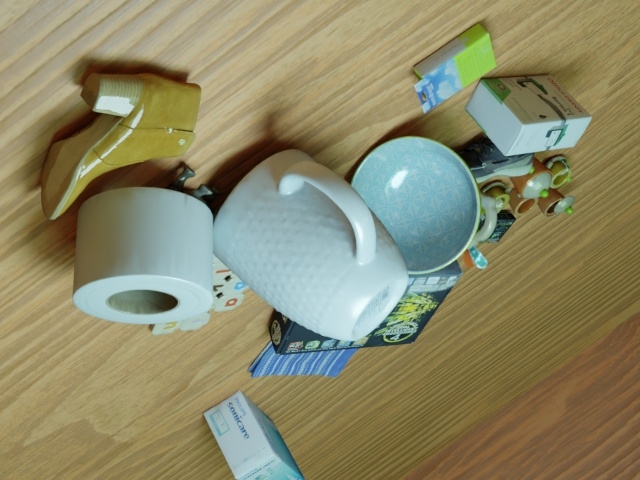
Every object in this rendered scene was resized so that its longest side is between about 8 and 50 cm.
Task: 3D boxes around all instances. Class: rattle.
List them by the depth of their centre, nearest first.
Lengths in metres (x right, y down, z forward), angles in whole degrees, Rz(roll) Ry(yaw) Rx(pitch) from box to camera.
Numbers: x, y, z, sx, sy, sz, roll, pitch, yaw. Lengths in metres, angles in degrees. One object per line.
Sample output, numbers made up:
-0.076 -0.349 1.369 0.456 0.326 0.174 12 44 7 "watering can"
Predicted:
0.347 -0.024 2.215 0.143 0.130 0.199 -7 116 -53 "rattle"

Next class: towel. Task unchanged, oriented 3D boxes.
-0.009 0.286 2.443 0.336 0.040 0.243 7 130 -46 "towel"

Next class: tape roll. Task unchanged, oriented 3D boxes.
-0.313 0.033 1.619 0.246 0.169 0.246 -2 155 -1 "tape roll"

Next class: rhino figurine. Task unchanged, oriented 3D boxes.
-0.226 -0.051 1.760 0.106 0.073 0.243 -41 149 6 "rhino figurine"

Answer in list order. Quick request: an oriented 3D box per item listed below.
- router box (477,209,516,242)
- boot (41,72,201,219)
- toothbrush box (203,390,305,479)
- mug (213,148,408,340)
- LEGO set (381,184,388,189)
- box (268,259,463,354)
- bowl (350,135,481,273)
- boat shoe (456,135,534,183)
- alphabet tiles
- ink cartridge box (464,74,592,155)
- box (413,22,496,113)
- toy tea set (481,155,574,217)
0.448 -0.037 2.410 0.123 0.038 0.092 -1 135 -41 "router box"
-0.325 -0.146 1.513 0.211 0.104 0.295 4 129 -44 "boot"
-0.180 0.573 2.513 0.126 0.216 0.295 -32 149 -2 "toothbrush box"
0.000 0.000 1.718 0.276 0.328 0.374 -38 157 -28 "mug"
0.135 -0.026 2.108 0.183 0.060 0.244 3 126 -37 "LEGO set"
0.104 0.145 2.206 0.395 0.097 0.318 -1 140 -25 "box"
0.218 -0.080 1.963 0.289 0.289 0.156 -46 169 20 "bowl"
0.381 -0.194 2.088 0.285 0.103 0.092 -8 128 -29 "boat shoe"
-0.272 0.103 1.977 0.278 0.021 0.284 -5 139 -37 "alphabet tiles"
0.453 -0.276 1.974 0.220 0.160 0.092 -11 142 -33 "ink cartridge box"
0.263 -0.343 1.824 0.178 0.042 0.109 -34 148 1 "box"
0.564 -0.116 2.322 0.336 0.124 0.200 0 135 -41 "toy tea set"
